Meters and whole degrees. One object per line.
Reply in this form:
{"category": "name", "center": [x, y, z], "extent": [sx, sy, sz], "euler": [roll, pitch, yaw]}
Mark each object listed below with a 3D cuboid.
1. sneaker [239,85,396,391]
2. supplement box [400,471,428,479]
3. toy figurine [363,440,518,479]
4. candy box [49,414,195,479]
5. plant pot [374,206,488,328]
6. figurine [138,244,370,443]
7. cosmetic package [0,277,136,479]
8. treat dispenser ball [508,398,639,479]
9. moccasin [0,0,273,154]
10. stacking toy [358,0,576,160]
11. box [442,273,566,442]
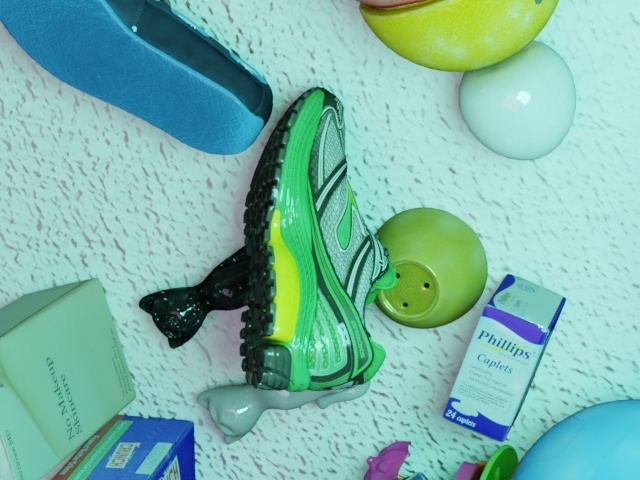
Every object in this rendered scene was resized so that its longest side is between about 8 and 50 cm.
{"category": "sneaker", "center": [0.000, 0.000, 1.553], "extent": [0.146, 0.134, 0.343], "euler": [9, 65, -17]}
{"category": "supplement box", "center": [0.113, 0.428, 1.470], "extent": [0.195, 0.194, 0.356], "euler": [-33, 81, -5]}
{"category": "toy figurine", "center": [0.125, 0.288, 1.670], "extent": [0.159, 0.130, 0.173], "euler": [12, 132, 27]}
{"category": "candy box", "center": [-0.226, 0.391, 1.695], "extent": [0.122, 0.268, 0.317], "euler": [4, 105, 11]}
{"category": "plant pot", "center": [0.104, 0.041, 1.601], "extent": [0.134, 0.095, 0.134], "euler": [4, 106, 15]}
{"category": "figurine", "center": [-0.080, 0.117, 1.688], "extent": [0.209, 0.092, 0.215], "euler": [-25, 97, 28]}
{"category": "cosmetic package", "center": [-0.328, 0.162, 1.642], "extent": [0.113, 0.309, 0.160], "euler": [-14, 100, 18]}
{"category": "treat dispenser ball", "center": [0.319, 0.304, 1.505], "extent": [0.288, 0.288, 0.288], "euler": [4, 105, 15]}
{"category": "moccasin", "center": [-0.206, -0.209, 1.620], "extent": [0.342, 0.117, 0.137], "euler": [38, 123, -1]}
{"category": "stacking toy", "center": [0.128, -0.289, 1.447], "extent": [0.351, 0.350, 0.480], "euler": [-21, 117, 20]}
{"category": "box", "center": [0.195, 0.122, 1.580], "extent": [0.072, 0.126, 0.137], "euler": [22, 109, 11]}
